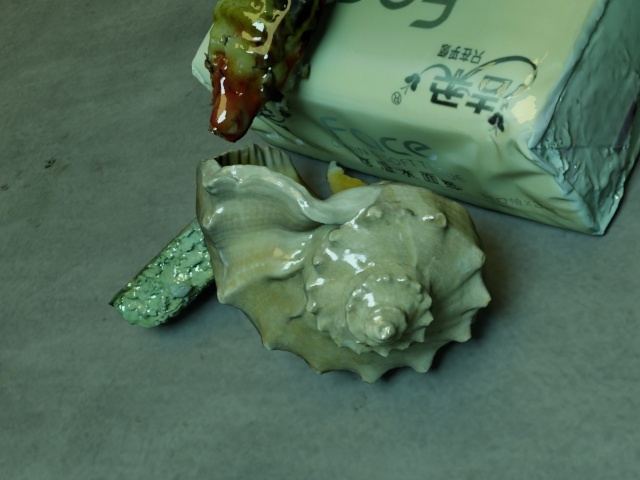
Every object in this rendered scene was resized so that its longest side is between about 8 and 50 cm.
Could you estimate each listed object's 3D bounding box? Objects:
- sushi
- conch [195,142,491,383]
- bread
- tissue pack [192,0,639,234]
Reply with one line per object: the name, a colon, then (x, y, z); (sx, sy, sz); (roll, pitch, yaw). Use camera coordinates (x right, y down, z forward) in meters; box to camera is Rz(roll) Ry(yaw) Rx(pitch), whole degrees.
sushi: (-0.048, -0.191, 0.839); (0.097, 0.103, 0.226); (21, 83, 13)
conch: (-0.005, 0.010, 0.848); (0.186, 0.263, 0.324); (-60, 18, 0)
bread: (-0.110, -0.001, 0.982); (0.232, 0.064, 0.172); (-48, 7, -12)
tissue pack: (0.127, -0.221, 0.930); (0.405, 0.205, 0.332); (19, 76, 39)
